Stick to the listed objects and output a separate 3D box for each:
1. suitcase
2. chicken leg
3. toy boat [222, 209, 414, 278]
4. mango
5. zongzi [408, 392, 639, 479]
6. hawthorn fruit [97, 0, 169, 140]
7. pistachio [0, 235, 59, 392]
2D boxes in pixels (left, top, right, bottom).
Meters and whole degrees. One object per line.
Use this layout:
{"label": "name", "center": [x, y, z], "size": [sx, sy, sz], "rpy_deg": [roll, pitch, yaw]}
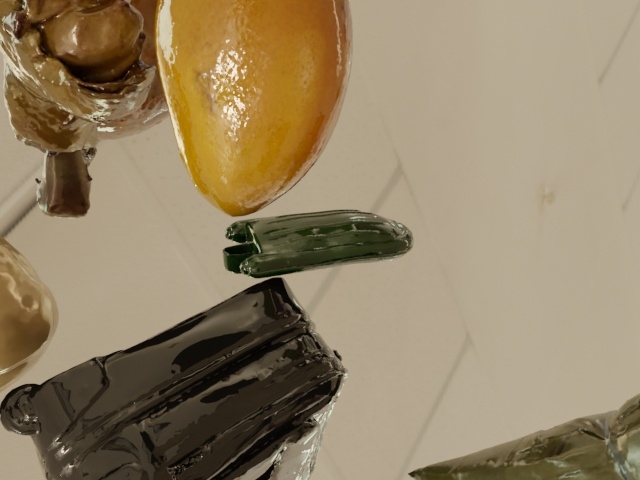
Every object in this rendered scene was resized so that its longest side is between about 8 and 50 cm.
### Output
{"label": "suitcase", "center": [-0.133, 0.217, 0.882], "size": [0.339, 0.188, 0.345], "rpy_deg": [-28, -26, -25]}
{"label": "chicken leg", "center": [-0.266, -0.175, 0.860], "size": [0.182, 0.295, 0.409], "rpy_deg": [-16, -46, -36]}
{"label": "toy boat", "center": [0.000, 0.000, 0.874], "size": [0.210, 0.104, 0.052], "rpy_deg": [-7, -62, -18]}
{"label": "mango", "center": [-0.049, -0.125, 0.602], "size": [0.112, 0.144, 0.219], "rpy_deg": [-44, -40, -74]}
{"label": "zongzi", "center": [0.282, 0.309, 0.691], "size": [0.174, 0.393, 0.356], "rpy_deg": [13, -125, -51]}
{"label": "hawthorn fruit", "center": [-0.332, -0.367, 1.412], "size": [0.402, 0.402, 0.403], "rpy_deg": [-14, -73, -52]}
{"label": "pistachio", "center": [-0.405, 0.060, 0.759], "size": [0.318, 0.193, 0.214], "rpy_deg": [0, -85, -27]}
